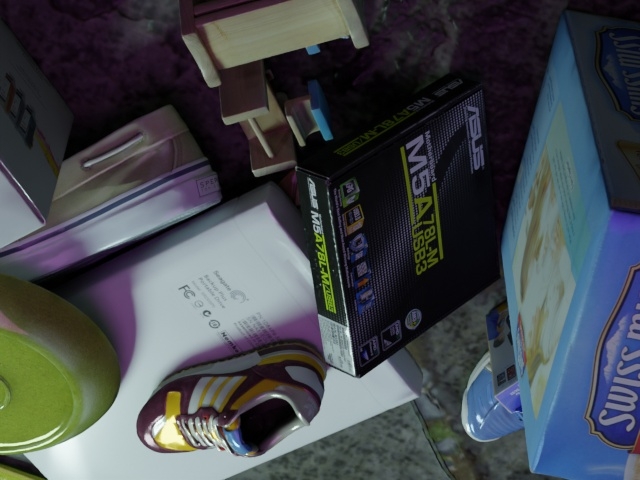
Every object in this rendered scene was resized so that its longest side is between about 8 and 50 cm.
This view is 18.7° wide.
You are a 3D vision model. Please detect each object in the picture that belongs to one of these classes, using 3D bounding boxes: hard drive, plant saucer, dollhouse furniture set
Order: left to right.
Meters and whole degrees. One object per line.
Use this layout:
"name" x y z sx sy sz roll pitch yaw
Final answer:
"plant saucer" -0.290 0.113 1.632 0.241 0.037 0.241 5 138 4
"hard drive" -0.121 0.110 1.685 0.353 0.047 0.233 -26 118 25
"dollhouse furniture set" -0.024 -0.167 1.516 0.129 0.129 0.184 -14 144 9

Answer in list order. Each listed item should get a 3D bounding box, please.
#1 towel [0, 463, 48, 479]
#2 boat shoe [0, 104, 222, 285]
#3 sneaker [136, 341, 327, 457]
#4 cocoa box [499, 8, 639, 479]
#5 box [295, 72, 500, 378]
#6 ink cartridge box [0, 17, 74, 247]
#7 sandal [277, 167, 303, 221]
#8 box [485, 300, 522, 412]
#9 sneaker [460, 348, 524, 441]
"towel" -0.335 0.241 1.815 0.237 0.021 0.102 20 121 -11
"boat shoe" -0.223 -0.020 1.620 0.302 0.109 0.094 -23 88 17
"sneaker" -0.082 0.148 1.624 0.185 0.084 0.069 -25 119 25
"cocoa box" 0.275 0.007 1.464 0.227 0.347 0.231 10 119 -5
"box" 0.067 -0.012 1.569 0.184 0.045 0.191 -30 127 -33
"ink cartridge box" -0.289 -0.075 1.530 0.128 0.176 0.127 -26 117 17
"sandal" 0.000 0.000 1.646 0.072 0.049 0.180 -3 133 12
"box" 0.181 0.087 1.639 0.081 0.136 0.028 -36 114 20
"sneaker" 0.207 0.115 1.688 0.211 0.081 0.080 -37 115 23
